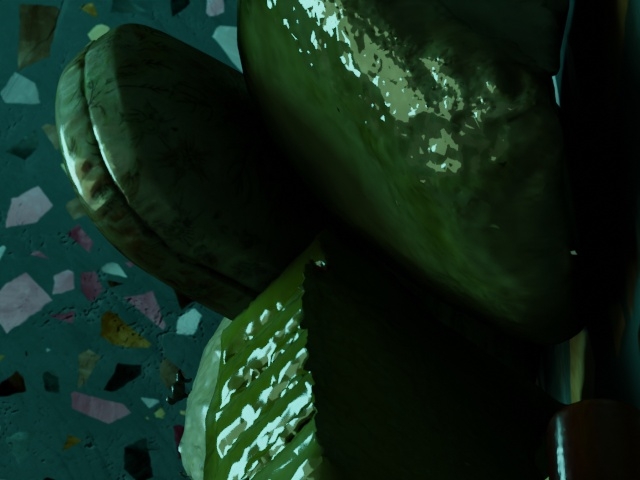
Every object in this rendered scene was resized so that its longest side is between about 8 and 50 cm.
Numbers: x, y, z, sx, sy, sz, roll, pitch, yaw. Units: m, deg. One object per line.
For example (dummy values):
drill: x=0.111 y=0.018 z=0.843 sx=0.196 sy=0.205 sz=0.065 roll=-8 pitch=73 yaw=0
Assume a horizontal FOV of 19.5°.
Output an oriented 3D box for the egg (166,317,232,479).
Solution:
egg: x=0.024 y=0.148 z=1.478 sx=0.279 sy=0.279 sz=0.310 roll=88 pitch=180 yaw=-56

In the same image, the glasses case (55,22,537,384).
glasses case: x=0.000 y=0.000 z=1.160 sx=0.425 sy=0.098 sz=0.156 roll=29 pitch=-145 yaw=-47

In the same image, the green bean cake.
green bean cake: x=0.047 y=0.142 z=0.993 sx=0.124 sy=0.233 sz=0.236 roll=-45 pitch=24 yaw=22

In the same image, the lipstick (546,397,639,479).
lipstick: x=0.126 y=0.204 z=0.785 sx=0.081 sy=0.081 sz=0.300 roll=88 pitch=-176 yaw=-54

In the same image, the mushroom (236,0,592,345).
mushroom: x=0.054 y=-0.067 z=0.971 sx=0.292 sy=0.212 sz=0.217 roll=98 pitch=178 yaw=-52
